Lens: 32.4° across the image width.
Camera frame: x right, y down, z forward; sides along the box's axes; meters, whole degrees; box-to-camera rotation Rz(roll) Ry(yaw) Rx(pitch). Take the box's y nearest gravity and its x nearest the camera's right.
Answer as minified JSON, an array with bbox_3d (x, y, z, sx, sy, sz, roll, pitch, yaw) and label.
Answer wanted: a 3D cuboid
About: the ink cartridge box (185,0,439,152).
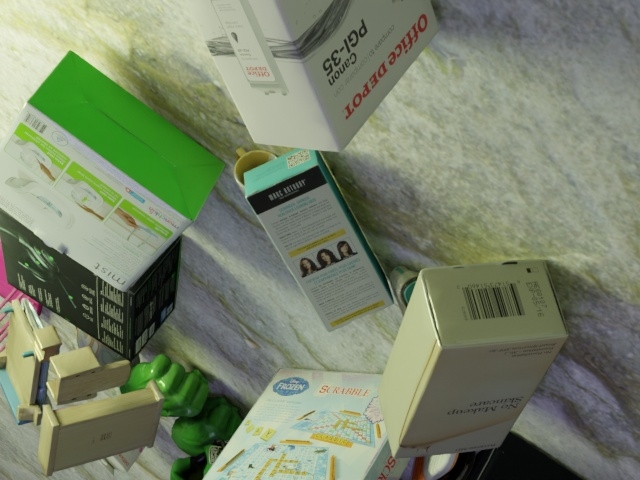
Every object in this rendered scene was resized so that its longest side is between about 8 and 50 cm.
[{"bbox_3d":[-0.016,-0.253,1.011,0.117,0.207,0.283,11,140,37],"label":"ink cartridge box"}]

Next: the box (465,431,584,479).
[{"bbox_3d":[0.236,0.518,1.678,0.212,0.293,0.395,33,147,6],"label":"box"}]

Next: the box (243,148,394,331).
[{"bbox_3d":[0.000,0.000,1.412,0.100,0.060,0.244,-24,123,8],"label":"box"}]

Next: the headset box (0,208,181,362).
[{"bbox_3d":[-0.381,0.028,1.782,0.283,0.131,0.246,30,148,9],"label":"headset box"}]

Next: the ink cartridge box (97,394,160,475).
[{"bbox_3d":[-0.423,0.407,2.293,0.090,0.143,0.092,-1,132,43],"label":"ink cartridge box"}]

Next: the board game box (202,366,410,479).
[{"bbox_3d":[-0.020,0.335,1.662,0.318,0.318,0.066,-2,132,45],"label":"board game box"}]

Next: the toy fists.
[{"bbox_3d":[-0.237,0.312,2.037,0.142,0.096,0.279,-9,131,46],"label":"toy fists"}]

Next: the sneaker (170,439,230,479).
[{"bbox_3d":[-0.122,0.409,1.937,0.343,0.134,0.146,-25,134,29],"label":"sneaker"}]

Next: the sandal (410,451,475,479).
[{"bbox_3d":[0.190,0.321,1.611,0.076,0.102,0.265,17,166,-2],"label":"sandal"}]

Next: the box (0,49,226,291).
[{"bbox_3d":[-0.306,-0.085,1.513,0.262,0.127,0.231,36,139,-12],"label":"box"}]

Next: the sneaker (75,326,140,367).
[{"bbox_3d":[-0.378,0.160,1.987,0.121,0.099,0.262,6,138,32],"label":"sneaker"}]

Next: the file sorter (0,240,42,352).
[{"bbox_3d":[-0.648,0.088,2.062,0.202,0.182,0.291,35,148,1],"label":"file sorter"}]

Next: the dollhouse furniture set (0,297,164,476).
[{"bbox_3d":[-0.425,0.200,1.918,0.303,0.198,0.286,53,140,35],"label":"dollhouse furniture set"}]

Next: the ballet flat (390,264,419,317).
[{"bbox_3d":[0.135,0.098,1.476,0.052,0.057,0.168,44,160,51],"label":"ballet flat"}]

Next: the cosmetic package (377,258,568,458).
[{"bbox_3d":[0.179,0.155,1.375,0.160,0.113,0.309,-5,146,-10],"label":"cosmetic package"}]

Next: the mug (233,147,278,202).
[{"bbox_3d":[-0.079,-0.081,1.443,0.062,0.078,0.064,-4,150,1],"label":"mug"}]
